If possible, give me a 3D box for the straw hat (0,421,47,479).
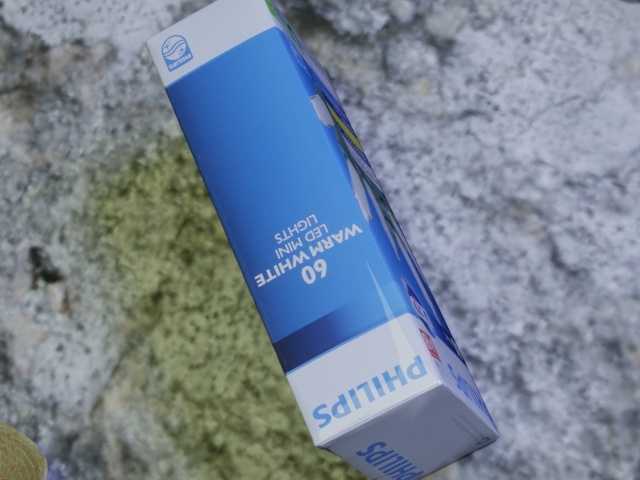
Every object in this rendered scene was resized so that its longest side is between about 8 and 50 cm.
[{"bbox_3d":[-0.227,0.165,1.039,0.144,0.144,0.061,6,117,22],"label":"straw hat"}]

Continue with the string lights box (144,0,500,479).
[{"bbox_3d":[0.000,0.000,0.975,0.077,0.133,0.259,-28,66,8],"label":"string lights box"}]
